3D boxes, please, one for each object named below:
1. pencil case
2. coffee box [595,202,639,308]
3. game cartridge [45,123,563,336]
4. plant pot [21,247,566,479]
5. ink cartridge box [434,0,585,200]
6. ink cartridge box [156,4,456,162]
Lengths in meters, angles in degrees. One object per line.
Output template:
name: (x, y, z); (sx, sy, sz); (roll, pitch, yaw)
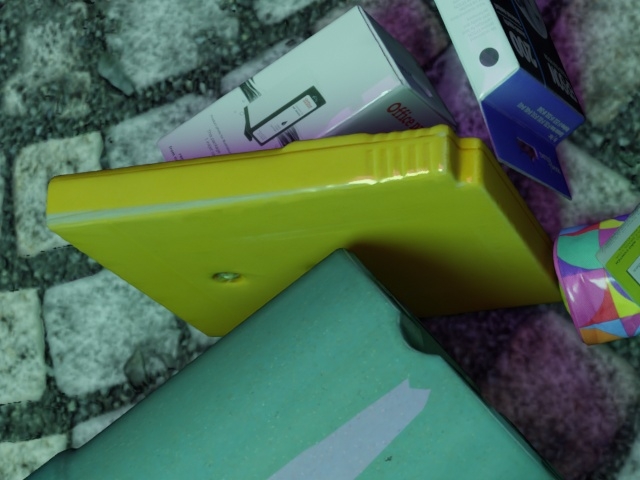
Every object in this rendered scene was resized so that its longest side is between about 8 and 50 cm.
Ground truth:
pencil case: (0.298, 0.010, 1.144); (0.236, 0.104, 0.104); (-14, 77, 17)
coffee box: (0.423, 0.022, 0.898); (0.338, 0.334, 0.338); (39, 99, -9)
game cartridge: (0.000, 0.000, 1.158); (0.324, 0.285, 0.052); (-8, 67, 19)
plant pot: (-0.020, 0.204, 1.068); (0.334, 0.341, 0.341); (-43, 69, 2)
ink cartridge box: (0.147, -0.144, 1.165); (0.045, 0.206, 0.208); (-25, 75, 20)
ink cartridge box: (-0.008, -0.088, 1.247); (0.203, 0.148, 0.086); (-33, 70, 13)
